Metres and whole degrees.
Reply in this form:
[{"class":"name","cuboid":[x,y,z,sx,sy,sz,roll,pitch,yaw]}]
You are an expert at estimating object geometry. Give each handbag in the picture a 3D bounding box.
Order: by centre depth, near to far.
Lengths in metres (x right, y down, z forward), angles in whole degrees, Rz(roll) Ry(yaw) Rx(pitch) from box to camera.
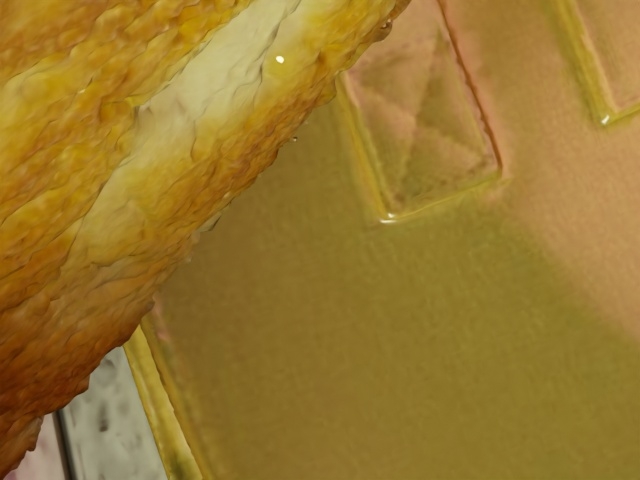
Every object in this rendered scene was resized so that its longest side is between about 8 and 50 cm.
[{"class":"handbag","cuboid":[0.121,-0.016,0.702,0.133,0.401,0.283,-150,-141,-71]}]

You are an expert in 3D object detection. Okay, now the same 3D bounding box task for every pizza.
[{"class":"pizza","cuboid":[-0.073,-0.033,0.439,0.226,0.335,0.086,-36,74,-27]}]
